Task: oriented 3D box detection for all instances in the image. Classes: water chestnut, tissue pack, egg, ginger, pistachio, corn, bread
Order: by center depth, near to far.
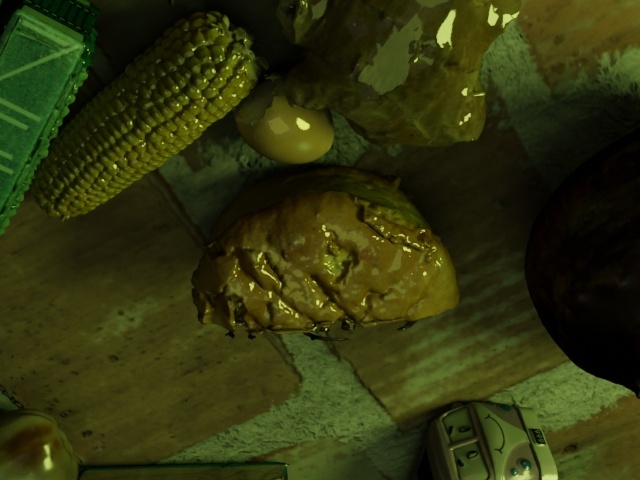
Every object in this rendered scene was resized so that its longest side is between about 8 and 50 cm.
[{"bbox_3d":[0.075,-0.208,0.844,0.219,0.123,0.270,3,115,-12],"label":"ginger"},{"bbox_3d":[-0.162,-0.110,0.907,0.260,0.091,0.091,-37,119,21],"label":"corn"},{"bbox_3d":[0.359,0.052,0.922,0.350,0.302,0.350,8,139,7],"label":"water chestnut"},{"bbox_3d":[-0.031,-0.110,0.925,0.080,0.080,0.096,-36,131,19],"label":"egg"},{"bbox_3d":[0.004,0.001,0.967,0.260,0.160,0.147,-3,118,0],"label":"bread"},{"bbox_3d":[-0.363,0.277,1.134,0.144,0.144,0.215,35,113,-26],"label":"pistachio"},{"bbox_3d":[-0.173,0.378,1.225,0.271,0.134,0.192,0,126,-5],"label":"tissue pack"}]

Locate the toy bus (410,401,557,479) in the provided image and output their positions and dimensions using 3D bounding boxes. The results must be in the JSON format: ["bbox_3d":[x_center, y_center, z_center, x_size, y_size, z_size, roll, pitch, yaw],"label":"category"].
[{"bbox_3d":[0.190,0.302,1.201,0.142,0.142,0.202,6,125,-10],"label":"toy bus"}]

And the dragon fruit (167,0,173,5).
[{"bbox_3d":[-0.150,-0.309,0.766,0.282,0.100,0.343,-34,121,23],"label":"dragon fruit"}]

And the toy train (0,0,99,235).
[{"bbox_3d":[-0.305,-0.129,0.870,0.154,0.115,0.269,22,117,-25],"label":"toy train"}]
